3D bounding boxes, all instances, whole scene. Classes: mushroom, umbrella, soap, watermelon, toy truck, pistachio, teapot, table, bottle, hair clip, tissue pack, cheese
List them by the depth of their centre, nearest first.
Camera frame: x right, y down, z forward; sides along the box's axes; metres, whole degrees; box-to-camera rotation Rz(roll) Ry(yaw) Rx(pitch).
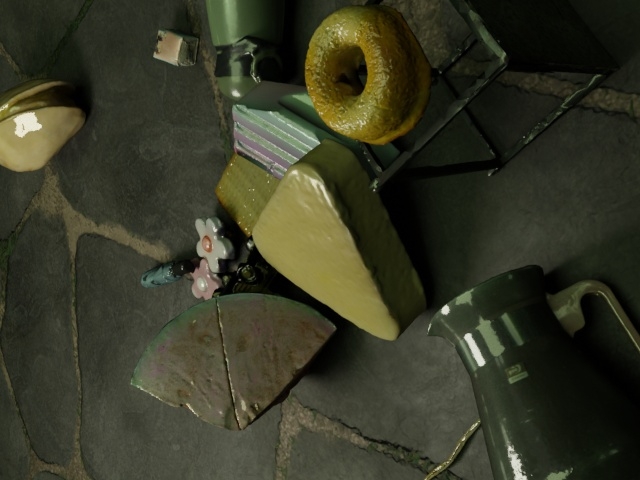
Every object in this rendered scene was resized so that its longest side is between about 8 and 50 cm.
[{"bbox_3d":[0.211,-0.249,1.141,0.272,0.335,0.222,-43,68,39],"label":"table"},{"bbox_3d":[0.353,0.221,1.172,0.300,0.253,0.344,-28,70,7],"label":"teapot"},{"bbox_3d":[0.264,0.371,1.407,0.026,0.028,0.286,28,126,-12],"label":"mushroom"},{"bbox_3d":[-0.001,-0.001,1.447,0.384,0.104,0.384,35,149,25],"label":"cheese"},{"bbox_3d":[-0.015,-0.180,1.457,0.324,0.109,0.193,33,151,18],"label":"soap"},{"bbox_3d":[-0.148,-0.452,1.554,0.168,0.168,0.346,9,108,41],"label":"bottle"},{"bbox_3d":[-0.171,0.241,1.593,0.292,0.222,0.319,32,77,7],"label":"watermelon"},{"bbox_3d":[-0.158,0.113,1.671,0.127,0.127,0.257,28,124,-7],"label":"toy truck"},{"bbox_3d":[-0.336,-0.449,1.789,0.094,0.059,0.074,26,112,36],"label":"tissue pack"},{"bbox_3d":[-0.252,0.049,1.791,0.146,0.075,0.257,38,125,26],"label":"hair clip"},{"bbox_3d":[-0.380,0.080,1.889,0.250,0.053,0.052,-18,76,55],"label":"umbrella"},{"bbox_3d":[-0.792,-0.322,2.107,0.321,0.238,0.229,-28,83,21],"label":"pistachio"}]

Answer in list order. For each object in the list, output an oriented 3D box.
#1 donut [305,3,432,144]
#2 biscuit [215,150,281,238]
[{"bbox_3d":[0.053,-0.220,1.011,0.174,0.075,0.190,-14,87,44],"label":"donut"},{"bbox_3d":[-0.136,-0.140,1.679,0.172,0.029,0.254,50,125,24],"label":"biscuit"}]
